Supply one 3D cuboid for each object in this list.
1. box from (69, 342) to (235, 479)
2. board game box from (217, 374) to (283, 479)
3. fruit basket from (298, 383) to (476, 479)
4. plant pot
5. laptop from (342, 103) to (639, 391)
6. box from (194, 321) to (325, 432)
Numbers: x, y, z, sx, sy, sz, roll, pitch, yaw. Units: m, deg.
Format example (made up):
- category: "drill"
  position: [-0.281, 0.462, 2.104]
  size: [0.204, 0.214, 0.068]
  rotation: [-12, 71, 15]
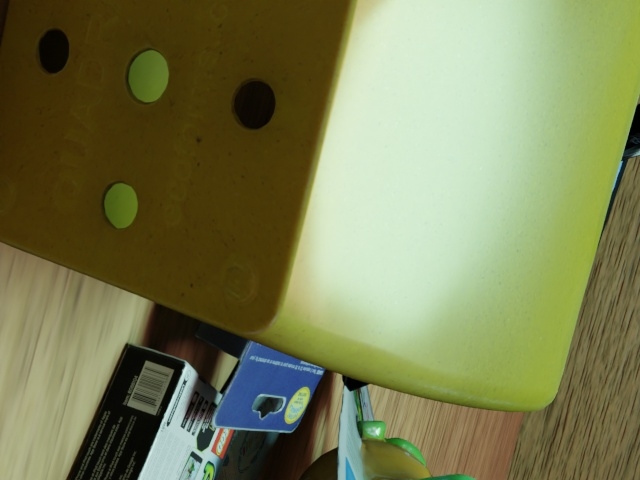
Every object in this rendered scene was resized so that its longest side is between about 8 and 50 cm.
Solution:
- category: "box"
  position: [-0.107, 0.168, 0.612]
  size: [0.114, 0.036, 0.207]
  rotation: [63, 45, -65]
- category: "board game box"
  position: [-0.045, 0.116, 0.783]
  size: [0.090, 0.020, 0.090]
  rotation: [86, 26, -46]
- category: "fruit basket"
  position: [0.057, 0.230, 0.837]
  size: [0.353, 0.165, 0.327]
  rotation: [-74, 156, -66]
- category: "plant pot"
  position: [-0.010, -0.053, 0.464]
  size: [0.187, 0.212, 0.212]
  rotation: [0, 106, -60]
- category: "laptop"
  position: [0.162, -0.002, 0.697]
  size: [0.234, 0.264, 0.136]
  rotation: [-18, 97, -35]
- category: "box"
  position: [0.000, 0.000, 0.661]
  size: [0.225, 0.036, 0.136]
  rotation: [-65, 159, -2]
